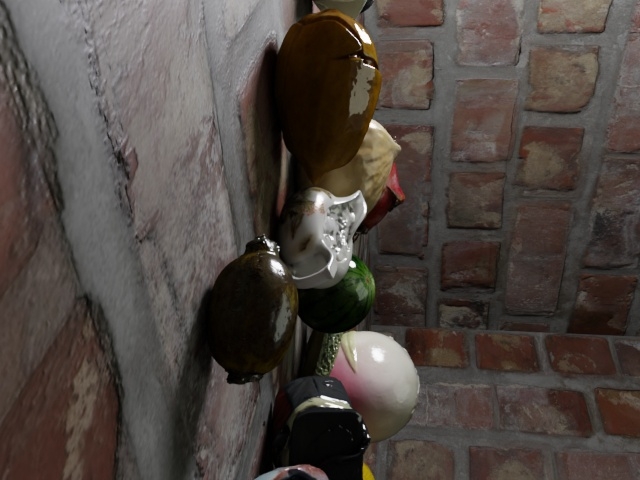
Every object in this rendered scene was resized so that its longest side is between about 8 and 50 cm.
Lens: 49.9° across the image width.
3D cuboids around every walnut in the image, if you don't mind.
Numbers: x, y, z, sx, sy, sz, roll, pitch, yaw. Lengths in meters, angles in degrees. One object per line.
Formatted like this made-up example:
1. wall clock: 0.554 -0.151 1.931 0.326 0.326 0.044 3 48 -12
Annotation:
1. walnut: 0.010 -0.268 1.321 0.209 0.209 0.336 -68 165 -69

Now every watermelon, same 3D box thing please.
1. watermelon: 0.018 0.118 1.534 0.188 0.214 0.188 33 45 -41

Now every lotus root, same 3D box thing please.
1. lotus root: -0.090 0.090 0.926 0.120 0.120 0.210 69 26 -70

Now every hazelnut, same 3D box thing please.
1. hazelnut: 0.064 -0.174 1.559 0.261 0.241 0.261 -4 90 -86

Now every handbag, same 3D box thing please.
1. handbag: -0.008 0.402 1.315 0.181 0.181 0.254 -134 -137 -72

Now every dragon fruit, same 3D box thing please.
1. dragon fruit: 0.094 -0.149 1.798 0.250 0.250 0.315 57 28 -76

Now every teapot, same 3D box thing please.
1. teapot: 0.000 0.000 1.363 0.204 0.139 0.298 64 31 -32

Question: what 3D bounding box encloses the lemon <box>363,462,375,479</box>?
1. lemon: 0.042 0.634 1.677 0.204 0.204 0.260 83 11 -45

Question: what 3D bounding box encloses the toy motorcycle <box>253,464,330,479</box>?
1. toy motorcycle: -0.076 0.510 1.096 0.182 0.241 0.319 -48 -168 22

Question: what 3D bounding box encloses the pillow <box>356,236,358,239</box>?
1. pillow: 0.077 -0.139 2.072 0.312 0.119 0.310 28 60 -81

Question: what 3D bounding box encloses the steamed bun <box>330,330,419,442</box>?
1. steamed bun: 0.086 0.395 1.812 0.309 0.309 0.309 2 90 -82

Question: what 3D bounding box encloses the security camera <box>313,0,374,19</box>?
1. security camera: 0.056 -0.625 1.623 0.236 0.194 0.195 61 32 -85

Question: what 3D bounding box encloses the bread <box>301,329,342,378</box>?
1. bread: 0.012 0.242 1.683 0.207 0.056 0.287 125 -16 -68
